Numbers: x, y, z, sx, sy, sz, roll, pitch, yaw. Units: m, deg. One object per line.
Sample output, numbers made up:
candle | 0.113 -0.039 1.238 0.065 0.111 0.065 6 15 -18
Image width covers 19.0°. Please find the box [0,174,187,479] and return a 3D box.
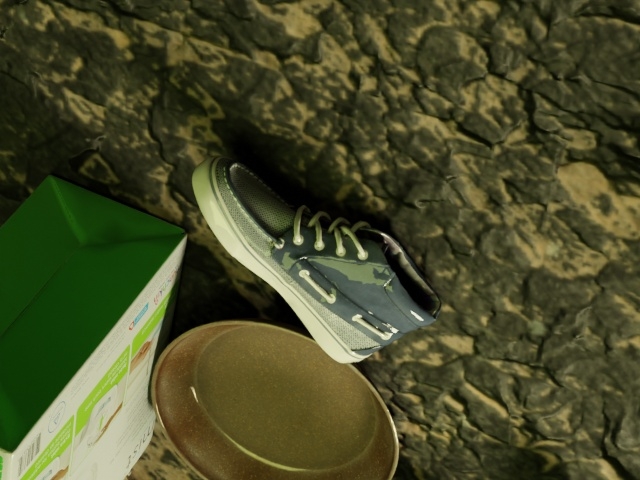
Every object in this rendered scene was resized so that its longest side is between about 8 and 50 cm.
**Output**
box | -0.216 0.127 1.406 0.127 0.262 0.231 23 133 10

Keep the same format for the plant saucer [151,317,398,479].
plant saucer | -0.031 0.128 1.458 0.198 0.036 0.198 12 131 14

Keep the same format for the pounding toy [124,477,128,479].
pounding toy | -0.256 0.210 1.602 0.181 0.094 0.206 -3 123 28

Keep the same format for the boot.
boot | 0.000 0.000 1.337 0.086 0.069 0.190 -28 117 32
